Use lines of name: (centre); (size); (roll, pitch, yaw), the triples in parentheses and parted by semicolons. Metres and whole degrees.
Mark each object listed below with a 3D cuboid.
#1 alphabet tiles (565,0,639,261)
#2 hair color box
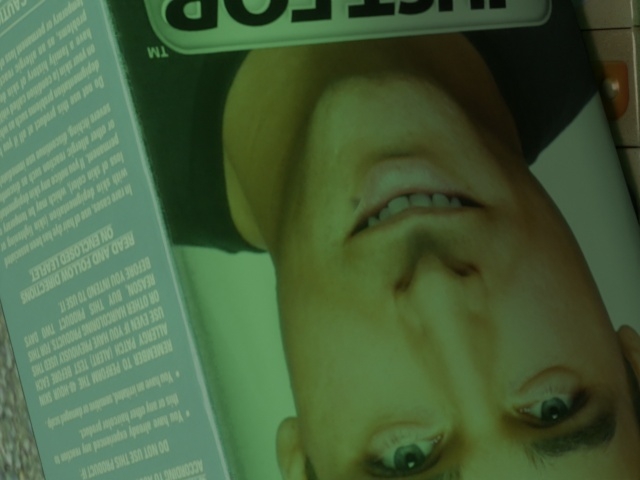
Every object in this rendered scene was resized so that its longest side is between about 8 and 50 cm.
alphabet tiles: (0.052, 0.004, 0.665); (0.198, 0.009, 0.237); (3, 100, 52)
hair color box: (0.000, 0.000, 0.570); (0.113, 0.185, 0.375); (-24, 79, 52)
